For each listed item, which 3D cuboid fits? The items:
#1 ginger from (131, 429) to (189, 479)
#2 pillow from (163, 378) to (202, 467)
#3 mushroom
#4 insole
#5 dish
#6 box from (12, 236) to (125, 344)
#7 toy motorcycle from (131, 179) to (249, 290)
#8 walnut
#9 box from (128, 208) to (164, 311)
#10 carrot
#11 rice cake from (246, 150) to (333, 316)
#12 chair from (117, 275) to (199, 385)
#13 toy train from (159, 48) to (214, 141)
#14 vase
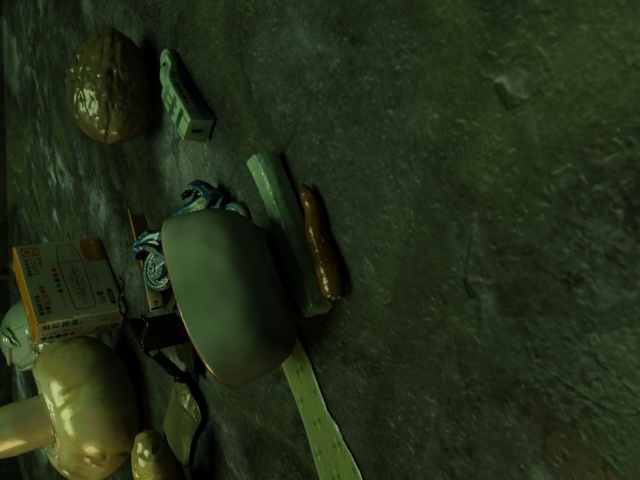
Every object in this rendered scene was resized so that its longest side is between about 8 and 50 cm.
[{"bbox_3d":[-0.286,0.545,1.283,0.348,0.122,0.363,65,151,11],"label":"ginger"},{"bbox_3d":[-0.284,0.365,1.326,0.130,0.033,0.218,48,135,34],"label":"pillow"},{"bbox_3d":[-0.608,0.405,1.600,0.353,0.353,0.325,-40,36,51],"label":"mushroom"},{"bbox_3d":[0.004,0.273,0.909,0.109,0.007,0.322,-49,57,47],"label":"insole"},{"bbox_3d":[-0.102,0.064,0.875,0.256,0.117,0.256,-22,-90,-86],"label":"dish"},{"bbox_3d":[-0.636,0.118,1.642,0.274,0.220,0.091,53,137,34],"label":"box"},{"bbox_3d":[-0.223,-0.014,1.095,0.254,0.092,0.136,-32,67,27],"label":"toy motorcycle"},{"bbox_3d":[-0.413,-0.303,1.292,0.178,0.178,0.231,6,95,56],"label":"walnut"},{"bbox_3d":[-0.344,0.043,1.295,0.247,0.033,0.129,114,140,-64],"label":"box"},{"bbox_3d":[-0.001,0.001,0.843,0.035,0.035,0.165,-41,60,51],"label":"carrot"},{"bbox_3d":[-0.042,-0.012,0.888,0.042,0.045,0.245,-46,59,50],"label":"rice cake"},{"bbox_3d":[-0.281,0.169,1.198,0.174,0.149,0.213,43,134,42],"label":"chair"},{"bbox_3d":[-0.254,-0.266,1.154,0.234,0.051,0.052,58,135,32],"label":"toy train"},{"bbox_3d":[-0.768,0.245,1.864,0.445,0.249,0.250,-24,75,51],"label":"vase"}]
